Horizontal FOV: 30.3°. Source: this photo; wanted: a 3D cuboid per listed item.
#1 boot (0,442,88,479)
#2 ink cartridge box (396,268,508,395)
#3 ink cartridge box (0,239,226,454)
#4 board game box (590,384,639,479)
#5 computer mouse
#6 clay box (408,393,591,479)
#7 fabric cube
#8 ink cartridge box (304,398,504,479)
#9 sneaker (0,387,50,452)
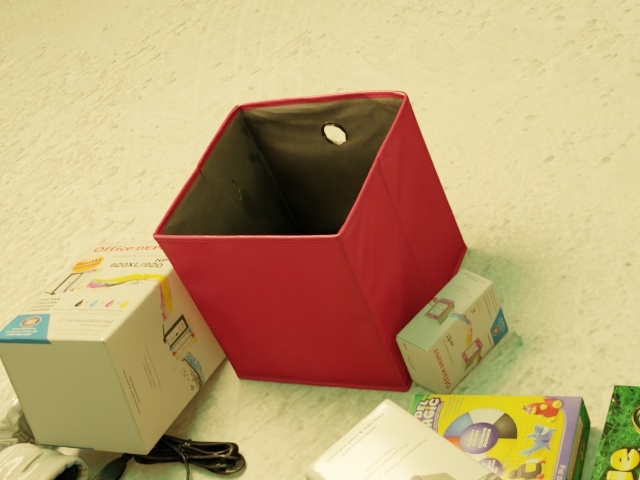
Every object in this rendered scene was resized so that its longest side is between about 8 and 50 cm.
[{"bbox_3d":[-0.382,0.344,1.386,0.123,0.095,0.258,-2,42,38],"label":"boot"},{"bbox_3d":[0.153,0.108,1.367,0.122,0.088,0.052,-43,43,-20],"label":"ink cartridge box"},{"bbox_3d":[-0.250,0.126,1.476,0.171,0.168,0.232,-2,29,27],"label":"ink cartridge box"},{"bbox_3d":[0.329,0.250,1.148,0.136,0.030,0.259,-3,43,30],"label":"board game box"},{"bbox_3d":[-0.221,0.315,1.360,0.184,0.060,0.262,5,46,33],"label":"computer mouse"},{"bbox_3d":[0.164,0.226,1.250,0.222,0.053,0.127,-3,42,26],"label":"clay box"},{"bbox_3d":[0.000,0.000,1.446,0.254,0.258,0.259,-1,44,30],"label":"fabric cube"},{"bbox_3d":[0.133,0.297,1.063,0.115,0.198,0.273,-38,39,-18],"label":"ink cartridge box"},{"bbox_3d":[-0.372,0.201,1.575,0.115,0.090,0.232,-1,34,39],"label":"sneaker"}]
